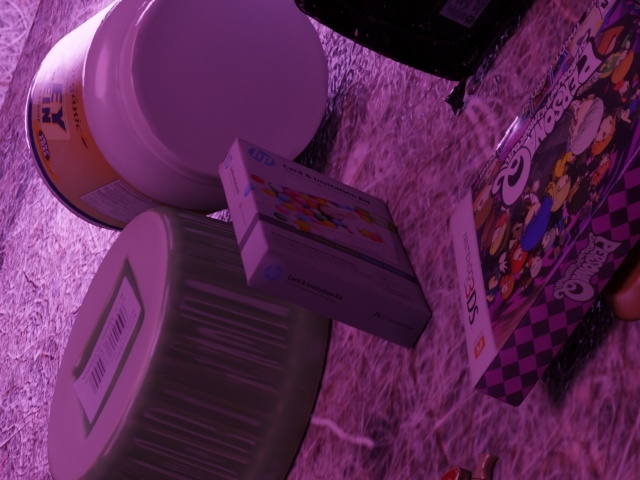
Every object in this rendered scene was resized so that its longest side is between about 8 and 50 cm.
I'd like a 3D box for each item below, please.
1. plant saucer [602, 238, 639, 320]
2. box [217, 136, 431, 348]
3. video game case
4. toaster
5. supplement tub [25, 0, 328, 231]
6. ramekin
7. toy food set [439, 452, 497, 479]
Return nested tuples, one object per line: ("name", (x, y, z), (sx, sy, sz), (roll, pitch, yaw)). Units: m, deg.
("plant saucer", (0.196, 0.009, 1.200), (0.083, 0.015, 0.083), (-51, 28, 41))
("box", (0.000, 0.000, 1.515), (0.038, 0.145, 0.186), (-59, 22, 20))
("video game case", (0.163, -0.039, 1.265), (0.232, 0.042, 0.210), (-58, 17, 28))
("toaster", (0.079, -0.223, 1.498), (0.185, 0.168, 0.110), (-55, 23, 32))
("supplement tub", (-0.141, -0.133, 1.874), (0.316, 0.228, 0.228), (-15, 57, 65))
("ramekin", (-0.126, 0.117, 1.716), (0.303, 0.148, 0.303), (-51, 27, 40))
("toy food set", (0.081, 0.203, 1.301), (0.078, 0.019, 0.122), (-26, 48, 62))
